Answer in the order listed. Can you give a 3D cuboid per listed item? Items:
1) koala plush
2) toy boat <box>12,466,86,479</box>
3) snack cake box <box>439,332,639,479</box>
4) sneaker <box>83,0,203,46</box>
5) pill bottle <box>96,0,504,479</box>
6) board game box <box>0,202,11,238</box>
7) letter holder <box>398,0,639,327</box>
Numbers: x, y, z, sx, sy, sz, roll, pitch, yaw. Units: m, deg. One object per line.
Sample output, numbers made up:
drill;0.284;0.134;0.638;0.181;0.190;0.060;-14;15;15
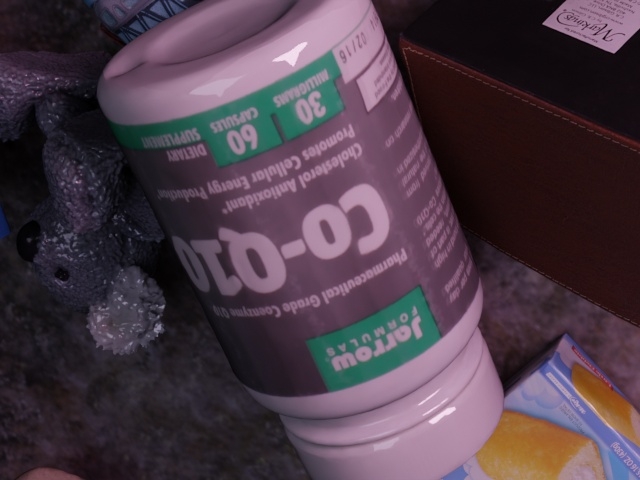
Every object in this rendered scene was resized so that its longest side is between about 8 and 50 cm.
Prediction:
koala plush;-0.178;-0.027;1.116;0.196;0.203;0.221;42;129;40
toy boat;-0.291;0.334;1.266;0.318;0.148;0.267;-4;106;12
snack cake box;0.228;0.227;1.076;0.264;0.089;0.152;47;112;4
sneaker;-0.068;-0.232;1.082;0.262;0.104;0.125;-18;122;17
pill bottle;0.000;0.000;0.979;0.204;0.204;0.361;-14;117;22
board game box;-0.350;-0.102;1.133;0.210;0.047;0.160;37;148;41
letter holder;0.231;-0.061;0.938;0.302;0.152;0.214;30;154;33
